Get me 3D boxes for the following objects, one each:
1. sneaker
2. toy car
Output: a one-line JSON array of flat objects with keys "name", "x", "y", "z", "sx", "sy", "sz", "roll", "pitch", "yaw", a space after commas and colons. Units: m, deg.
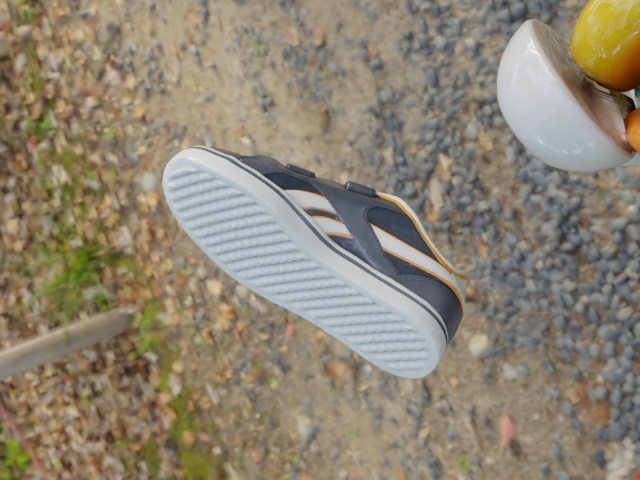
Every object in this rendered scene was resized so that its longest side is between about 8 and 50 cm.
[{"name": "sneaker", "x": 0.000, "y": 0.000, "z": 1.039, "sx": 0.321, "sy": 0.127, "sz": 0.126, "roll": 36, "pitch": 137, "yaw": 3}, {"name": "toy car", "x": 0.182, "y": -0.071, "z": 0.461, "sx": 0.159, "sy": 0.182, "sz": 0.136, "roll": -39, "pitch": 75, "yaw": 28}]
